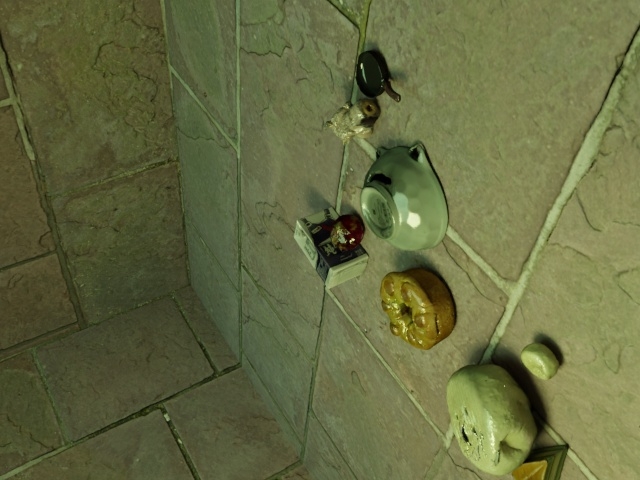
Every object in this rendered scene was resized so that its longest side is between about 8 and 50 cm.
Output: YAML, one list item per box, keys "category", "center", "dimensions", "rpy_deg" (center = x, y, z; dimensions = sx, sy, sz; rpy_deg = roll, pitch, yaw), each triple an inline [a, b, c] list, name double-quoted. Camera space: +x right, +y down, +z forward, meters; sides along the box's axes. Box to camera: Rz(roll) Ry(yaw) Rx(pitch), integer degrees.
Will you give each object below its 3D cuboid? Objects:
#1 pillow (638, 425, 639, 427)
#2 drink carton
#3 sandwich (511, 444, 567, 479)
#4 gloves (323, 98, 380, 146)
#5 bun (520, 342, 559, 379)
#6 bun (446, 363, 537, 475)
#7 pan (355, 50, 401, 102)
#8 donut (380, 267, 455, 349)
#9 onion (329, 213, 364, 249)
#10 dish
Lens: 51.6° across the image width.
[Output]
- category: "pillow"
  center: [0.650, 0.330, 1.149]
  dimensions: [0.135, 0.049, 0.248]
  rpy_deg: [52, 155, 32]
- category: "drink carton"
  center: [0.029, 0.019, 2.044]
  dimensions: [0.222, 0.134, 0.101]
  rpy_deg: [55, 155, 27]
- category: "sandwich"
  center: [0.532, 0.548, 1.534]
  dimensions: [0.113, 0.079, 0.163]
  rpy_deg: [60, 153, 13]
- category: "gloves"
  center: [0.088, -0.311, 1.699]
  dimensions: [0.144, 0.110, 0.094]
  rpy_deg: [-24, 80, 37]
- category: "bun"
  center: [0.478, 0.257, 1.429]
  dimensions: [0.086, 0.055, 0.086]
  rpy_deg: [49, 163, 21]
- category: "bun"
  center: [0.407, 0.419, 1.576]
  dimensions: [0.273, 0.169, 0.272]
  rpy_deg: [171, 90, -74]
- category: "pan"
  center: [0.147, -0.381, 1.581]
  dimensions: [0.212, 0.040, 0.114]
  rpy_deg: [-129, 29, -47]
- category: "donut"
  center: [0.254, 0.178, 1.745]
  dimensions: [0.226, 0.114, 0.226]
  rpy_deg: [44, 146, 41]
- category: "onion"
  center: [0.081, -0.024, 1.964]
  dimensions: [0.107, 0.097, 0.107]
  rpy_deg: [-1, 87, 31]
- category: "dish"
  center: [0.185, -0.091, 1.655]
  dimensions: [0.303, 0.120, 0.302]
  rpy_deg: [45, 148, 39]
